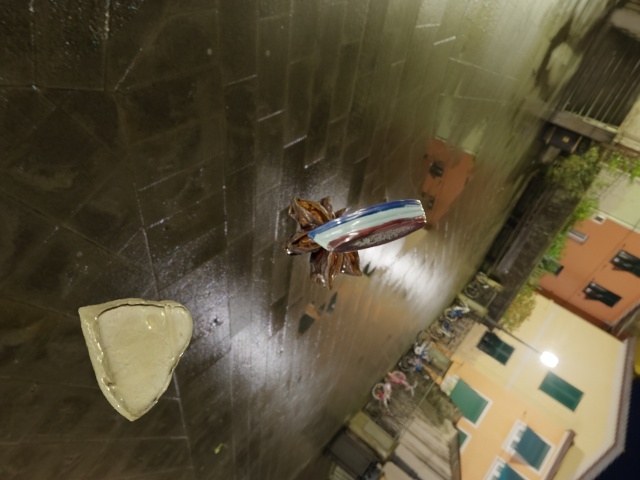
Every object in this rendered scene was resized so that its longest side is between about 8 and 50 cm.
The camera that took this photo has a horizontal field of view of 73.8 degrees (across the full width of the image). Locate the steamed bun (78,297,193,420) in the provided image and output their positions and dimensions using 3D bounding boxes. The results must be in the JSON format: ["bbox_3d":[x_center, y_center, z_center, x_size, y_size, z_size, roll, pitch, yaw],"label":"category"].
[{"bbox_3d":[-0.360,0.210,0.852,0.212,0.110,0.231,-24,105,-56],"label":"steamed bun"}]

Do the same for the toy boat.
[{"bbox_3d":[0.083,-0.019,0.675,0.228,0.046,0.080,-14,139,-36],"label":"toy boat"}]

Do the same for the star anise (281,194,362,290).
[{"bbox_3d":[0.002,0.007,1.000,0.214,0.099,0.220,-4,85,-33],"label":"star anise"}]
